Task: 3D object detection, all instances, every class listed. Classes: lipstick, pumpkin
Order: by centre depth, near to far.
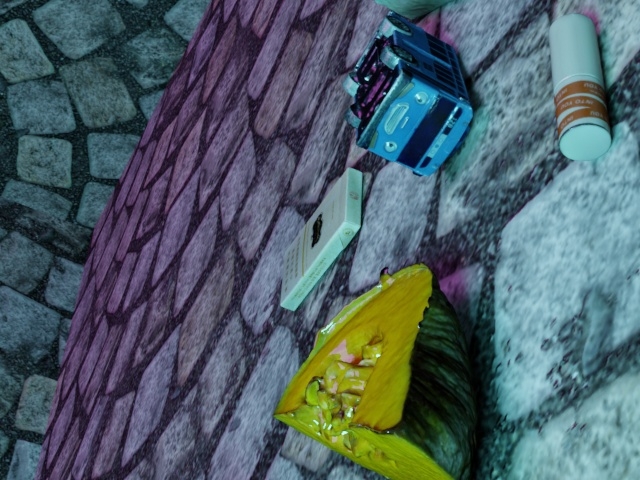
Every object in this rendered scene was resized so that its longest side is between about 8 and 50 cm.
[{"bbox_3d":[0.196,-0.118,0.867,0.038,0.038,0.130,-51,24,44],"label":"lipstick"},{"bbox_3d":[0.079,0.104,0.884,0.163,0.111,0.278,-56,13,-15],"label":"pumpkin"}]

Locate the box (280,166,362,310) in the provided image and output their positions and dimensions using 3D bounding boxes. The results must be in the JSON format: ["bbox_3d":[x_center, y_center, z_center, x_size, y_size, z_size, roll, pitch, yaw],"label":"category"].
[{"bbox_3d":[0.000,0.000,1.332,0.167,0.024,0.090,-52,24,41],"label":"box"}]

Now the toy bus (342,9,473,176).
[{"bbox_3d":[0.087,-0.143,1.108,0.090,0.106,0.184,-56,16,25],"label":"toy bus"}]

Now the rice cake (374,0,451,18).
[{"bbox_3d":[0.119,-0.294,1.254,0.063,0.069,0.206,-71,16,-8],"label":"rice cake"}]
